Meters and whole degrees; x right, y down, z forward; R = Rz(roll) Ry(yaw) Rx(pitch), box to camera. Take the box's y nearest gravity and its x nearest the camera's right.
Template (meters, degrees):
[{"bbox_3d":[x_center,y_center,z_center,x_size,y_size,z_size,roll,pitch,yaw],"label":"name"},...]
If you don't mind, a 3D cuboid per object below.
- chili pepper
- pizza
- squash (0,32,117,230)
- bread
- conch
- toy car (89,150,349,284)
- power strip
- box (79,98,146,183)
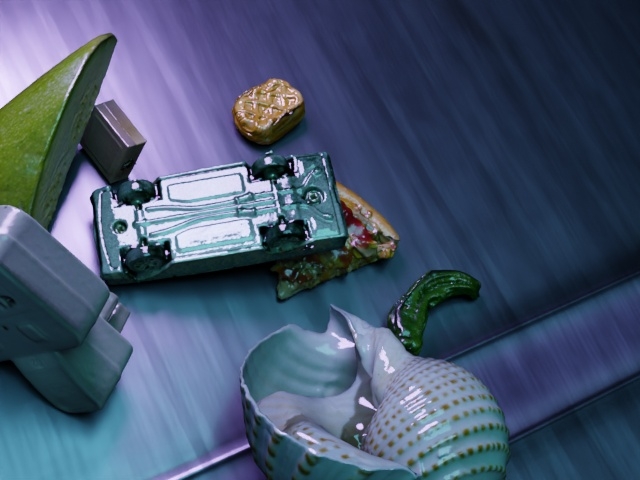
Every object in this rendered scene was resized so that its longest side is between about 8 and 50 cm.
[{"bbox_3d":[0.145,0.091,1.537,0.073,0.050,0.182,39,55,16],"label":"chili pepper"},{"bbox_3d":[0.000,0.000,1.538,0.188,0.062,0.199,32,59,5],"label":"pizza"},{"bbox_3d":[-0.330,-0.122,1.420,0.288,0.111,0.203,-37,77,-7],"label":"squash"},{"bbox_3d":[-0.075,-0.187,1.630,0.110,0.044,0.083,-38,76,-28],"label":"bread"},{"bbox_3d":[0.050,0.233,1.335,0.303,0.215,0.319,-7,24,-31],"label":"conch"},{"bbox_3d":[-0.131,-0.022,1.480,0.320,0.097,0.141,-10,64,-6],"label":"toy car"},{"bbox_3d":[-0.327,0.068,1.314,0.261,0.229,0.141,47,51,-29],"label":"power strip"},{"bbox_3d":[-0.276,-0.130,1.513,0.035,0.079,0.083,-27,72,-43],"label":"box"}]
